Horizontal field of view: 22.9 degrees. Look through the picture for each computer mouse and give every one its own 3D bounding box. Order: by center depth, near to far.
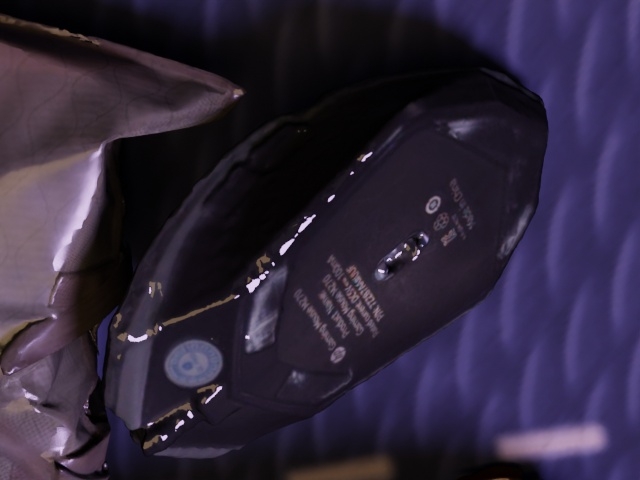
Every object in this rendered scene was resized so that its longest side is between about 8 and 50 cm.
[{"bbox_3d":[0.000,0.000,0.566,0.192,0.062,0.106,-37,138,-9],"label":"computer mouse"}]

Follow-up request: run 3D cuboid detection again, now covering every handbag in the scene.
[{"bbox_3d":[-0.137,0.032,0.585,0.182,0.117,0.270,13,104,3],"label":"handbag"}]

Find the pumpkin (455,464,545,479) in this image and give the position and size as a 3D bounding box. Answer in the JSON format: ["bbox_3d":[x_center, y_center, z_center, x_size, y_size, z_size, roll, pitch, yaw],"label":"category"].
[{"bbox_3d":[0.008,0.179,0.675,0.280,0.190,0.139,21,131,47],"label":"pumpkin"}]
